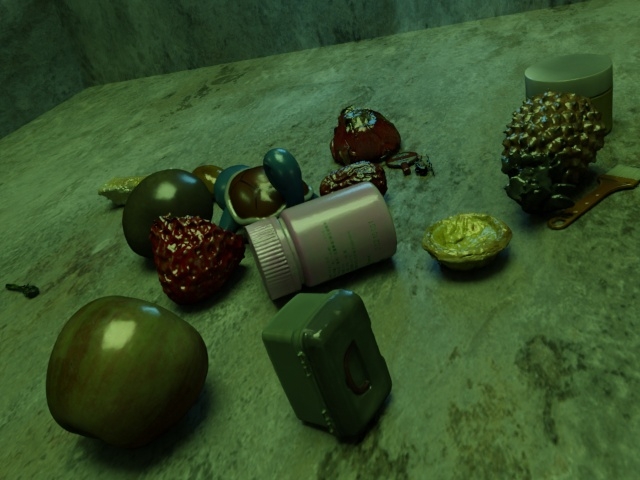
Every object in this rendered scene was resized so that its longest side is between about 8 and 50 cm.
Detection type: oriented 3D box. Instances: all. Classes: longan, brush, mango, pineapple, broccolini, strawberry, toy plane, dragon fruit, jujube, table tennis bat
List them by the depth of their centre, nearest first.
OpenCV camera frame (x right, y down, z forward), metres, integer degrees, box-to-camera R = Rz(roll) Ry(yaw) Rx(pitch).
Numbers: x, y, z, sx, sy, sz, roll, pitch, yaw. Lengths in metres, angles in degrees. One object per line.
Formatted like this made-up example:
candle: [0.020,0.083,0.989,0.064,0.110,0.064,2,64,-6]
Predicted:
brush: [0.613,-0.098,1.401,0.314,0.017,0.090,-30,30,-25]
pineapple: [0.499,-0.172,1.409,0.223,0.222,0.357,5,44,32]
strawberry: [-0.281,0.062,1.419,0.234,0.234,0.178,-5,61,18]
longan: [-0.390,-0.065,1.605,0.248,0.248,0.248,-11,29,6]
jujube: [0.083,-0.140,1.624,0.176,0.109,0.112,-11,24,14]
broccolini: [-0.786,0.130,1.651,0.140,0.030,0.035,1,68,35]
toy plane: [0.282,-0.208,1.732,0.049,0.031,0.120,-8,31,2]
table tennis bat: [0.236,-0.221,1.793,0.098,0.019,0.154,-13,26,5]
mango: [-0.322,-0.173,1.898,0.163,0.089,0.111,12,49,24]
dragon fruit: [0.124,-0.334,1.900,0.219,0.148,0.223,-4,29,23]

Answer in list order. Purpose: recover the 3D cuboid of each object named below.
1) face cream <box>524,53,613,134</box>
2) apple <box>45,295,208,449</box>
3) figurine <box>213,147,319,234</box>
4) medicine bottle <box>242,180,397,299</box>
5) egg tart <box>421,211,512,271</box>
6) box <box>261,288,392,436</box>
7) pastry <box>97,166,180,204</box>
face cream: [0.668,-0.380,1.696,0.218,0.179,0.218,-11,29,6]
apple: [-0.322,0.222,1.056,0.257,0.257,0.233,2,63,28]
figurine: [-0.133,-0.088,1.568,0.298,0.243,0.416,-40,16,-22]
medicine bottle: [0.000,0.000,1.347,0.291,0.178,0.178,-21,29,-9]
egg tart: [0.302,0.008,1.297,0.191,0.074,0.191,-11,28,6]
box: [0.012,0.188,0.981,0.129,0.210,0.148,0,30,38]
pastry: [-0.573,-0.165,1.995,0.259,0.089,0.121,-9,25,14]
